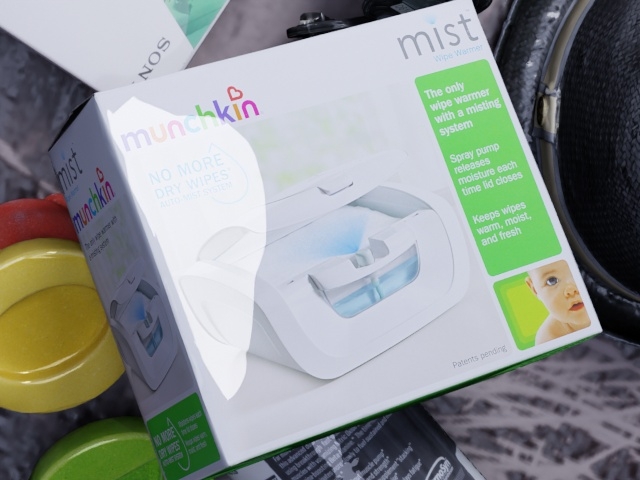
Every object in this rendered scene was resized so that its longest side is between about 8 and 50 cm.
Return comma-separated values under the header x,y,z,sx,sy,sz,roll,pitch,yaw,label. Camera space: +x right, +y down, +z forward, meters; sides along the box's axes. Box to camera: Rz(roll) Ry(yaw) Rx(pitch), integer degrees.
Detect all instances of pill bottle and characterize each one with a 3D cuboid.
x,y,z,sx,sy,sz,roll,pitch,yaw,label
0.009,0.139,1.301,0.130,0.130,0.245,-40,99,0,pill bottle

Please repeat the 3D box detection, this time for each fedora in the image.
x,y,z,sx,sy,sz,roll,pitch,yaw,label
0.268,-0.080,1.290,0.334,0.152,0.334,-1,97,-6,fedora

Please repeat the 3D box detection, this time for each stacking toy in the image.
x,y,z,sx,sy,sz,roll,pitch,yaw,label
-0.233,0.132,1.316,0.309,0.130,0.279,-31,125,1,stacking toy

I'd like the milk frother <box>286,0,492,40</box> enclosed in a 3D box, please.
x,y,z,sx,sy,sz,roll,pitch,yaw,label
0.038,-0.204,1.276,0.143,0.129,0.134,-7,76,10,milk frother

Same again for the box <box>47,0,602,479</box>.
x,y,z,sx,sy,sz,roll,pitch,yaw,label
0.000,0.000,1.194,0.262,0.127,0.231,-16,83,-24,box

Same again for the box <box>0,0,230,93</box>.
x,y,z,sx,sy,sz,roll,pitch,yaw,label
-0.183,-0.258,1.274,0.322,0.058,0.232,33,92,-9,box
